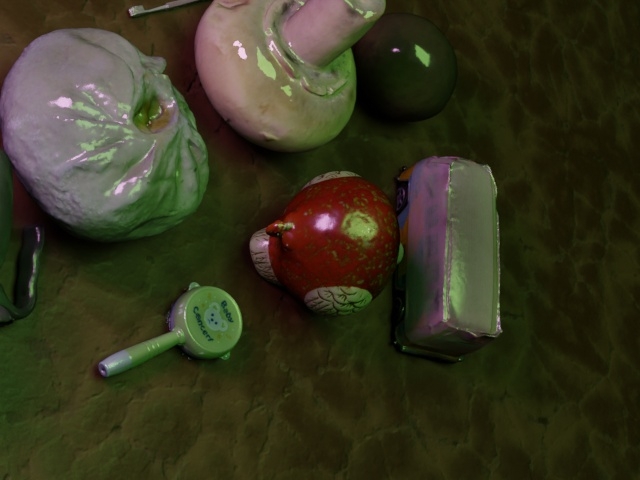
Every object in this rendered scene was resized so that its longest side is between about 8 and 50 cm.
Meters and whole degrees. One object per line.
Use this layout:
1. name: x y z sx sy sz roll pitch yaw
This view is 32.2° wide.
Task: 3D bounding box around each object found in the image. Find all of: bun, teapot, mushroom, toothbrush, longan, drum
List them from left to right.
1. teapot: -0.501 0.029 1.470 0.223 0.305 0.285 -8 85 -3
2. bun: -0.307 -0.169 1.635 0.354 0.194 0.354 31 42 -33
3. toothbrush: -0.251 -0.408 1.910 0.194 0.014 0.017 -23 88 -41
4. drum: -0.218 0.167 1.705 0.130 0.049 0.253 54 50 -9
5. mushroom: -0.039 -0.322 1.841 0.314 0.336 0.314 18 56 -29
6. longan: 0.164 -0.325 2.100 0.220 0.196 0.196 56 48 -24

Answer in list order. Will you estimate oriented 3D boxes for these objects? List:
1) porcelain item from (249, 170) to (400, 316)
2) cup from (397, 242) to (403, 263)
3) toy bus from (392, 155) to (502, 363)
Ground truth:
1. porcelain item: 0.000 0.000 1.817 0.253 0.253 0.253 14 66 -34
2. cup: 0.106 0.028 2.012 0.083 0.054 0.075 9 68 -39
3. toy bus: 0.242 0.020 2.054 0.171 0.162 0.386 17 64 -32
